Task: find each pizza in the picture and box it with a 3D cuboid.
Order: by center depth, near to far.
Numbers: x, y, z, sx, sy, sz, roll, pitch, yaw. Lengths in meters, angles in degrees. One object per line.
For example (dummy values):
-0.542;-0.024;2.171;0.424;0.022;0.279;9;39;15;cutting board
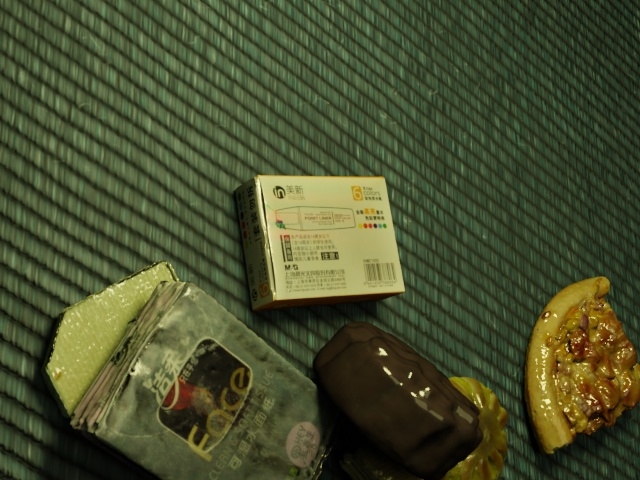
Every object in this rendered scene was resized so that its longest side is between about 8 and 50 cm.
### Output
0.524;0.257;1.856;0.278;0.114;0.408;40;61;-12;pizza

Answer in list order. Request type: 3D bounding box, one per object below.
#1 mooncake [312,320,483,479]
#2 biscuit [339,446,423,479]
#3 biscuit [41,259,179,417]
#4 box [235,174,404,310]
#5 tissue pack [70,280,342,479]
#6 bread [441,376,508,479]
0.126;0.243;1.480;0.283;0.283;0.141;40;94;-18;mooncake
0.144;0.417;1.503;0.108;0.061;0.239;-13;50;-48;biscuit
-0.297;0.142;1.372;0.250;0.046;0.147;-31;97;-37;biscuit
0.000;0.000;1.585;0.274;0.091;0.220;1;75;-33;box
-0.153;0.258;1.362;0.361;0.122;0.259;45;60;-28;tissue pack
0.252;0.343;1.648;0.213;0.105;0.213;9;72;-28;bread
